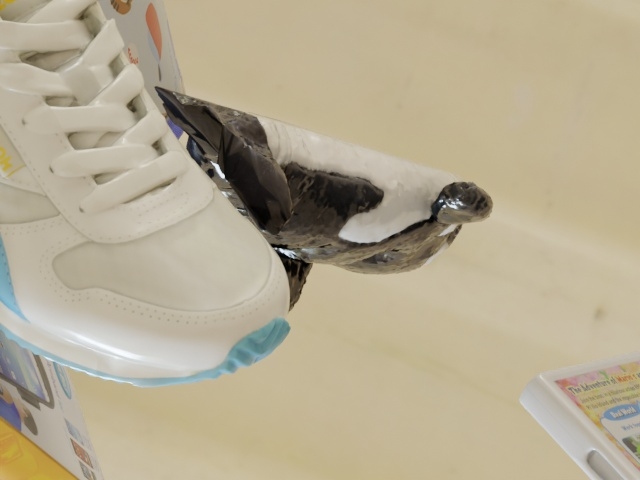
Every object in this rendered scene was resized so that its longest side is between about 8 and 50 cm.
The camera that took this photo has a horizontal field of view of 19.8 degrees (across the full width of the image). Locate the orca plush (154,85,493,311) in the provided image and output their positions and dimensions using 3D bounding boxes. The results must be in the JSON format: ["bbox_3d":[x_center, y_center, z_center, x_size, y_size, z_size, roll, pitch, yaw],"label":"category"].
[{"bbox_3d":[0.000,0.000,0.915,0.287,0.151,0.102,-3,-69,-80],"label":"orca plush"}]

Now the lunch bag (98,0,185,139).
[{"bbox_3d":[-0.252,-0.122,1.088,0.385,0.238,0.328,-70,-29,-56],"label":"lunch bag"}]

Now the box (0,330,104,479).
[{"bbox_3d":[-0.122,0.058,0.705,0.028,0.081,0.136,-29,-34,7],"label":"box"}]

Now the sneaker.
[{"bbox_3d":[-0.097,-0.039,0.636,0.087,0.228,0.092,-29,-30,-39],"label":"sneaker"}]

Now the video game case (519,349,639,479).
[{"bbox_3d":[0.172,0.099,0.744,0.157,0.143,0.019,-6,-44,-50],"label":"video game case"}]
